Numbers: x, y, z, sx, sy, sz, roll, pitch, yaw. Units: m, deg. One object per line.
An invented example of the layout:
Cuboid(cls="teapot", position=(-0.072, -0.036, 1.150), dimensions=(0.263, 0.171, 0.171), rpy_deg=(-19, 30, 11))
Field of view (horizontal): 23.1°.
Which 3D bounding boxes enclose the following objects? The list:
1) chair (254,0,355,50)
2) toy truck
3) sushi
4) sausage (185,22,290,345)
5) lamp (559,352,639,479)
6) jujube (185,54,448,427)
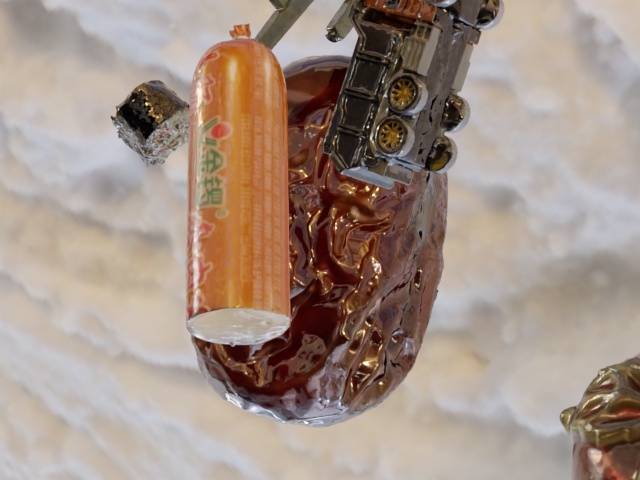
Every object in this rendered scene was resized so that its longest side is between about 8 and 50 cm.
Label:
Cuboid(cls="chair", position=(0.015, -0.316, 1.482), dimensions=(0.136, 0.270, 0.147), rpy_deg=(-1, 134, 53))
Cuboid(cls="toy truck", position=(0.070, -0.136, 1.254), dimensions=(0.092, 0.083, 0.192), rpy_deg=(20, 93, 36))
Cuboid(cls="sushi", position=(-0.209, -0.149, 1.993), dimensions=(0.078, 0.090, 0.150), rpy_deg=(48, 168, 8))
Cuboid(cls="sausage", position=(-0.057, -0.048, 1.076), dimensions=(0.071, 0.071, 0.234), rpy_deg=(132, 141, -57))
Cuboid(cls="lamp", position=(0.217, 0.152, 0.850), dimensions=(0.223, 0.215, 0.151), rpy_deg=(48, 163, -21))
Cuboid(cls="jujube", position=(0.000, 0.001, 1.618), dimensions=(0.276, 0.377, 0.276), rpy_deg=(21, 176, 1))
